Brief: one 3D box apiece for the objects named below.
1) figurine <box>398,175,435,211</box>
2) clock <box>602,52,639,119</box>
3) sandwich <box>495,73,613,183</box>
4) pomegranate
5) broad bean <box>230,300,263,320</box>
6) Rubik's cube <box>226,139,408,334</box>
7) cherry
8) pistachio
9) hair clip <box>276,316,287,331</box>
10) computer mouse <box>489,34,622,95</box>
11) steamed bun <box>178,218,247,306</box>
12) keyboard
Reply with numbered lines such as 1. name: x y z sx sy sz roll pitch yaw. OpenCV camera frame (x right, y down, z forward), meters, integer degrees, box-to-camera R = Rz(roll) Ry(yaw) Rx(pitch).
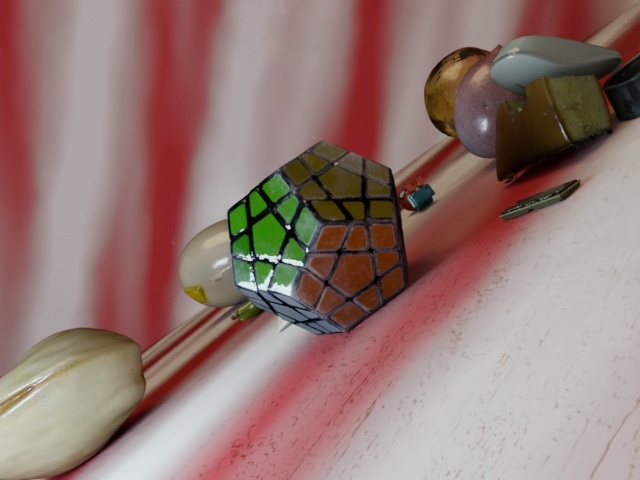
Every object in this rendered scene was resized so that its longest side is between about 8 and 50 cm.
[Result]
1. figurine: 0.241 -0.110 1.719 0.068 0.075 0.140 -37 -6 -7
2. clock: 0.613 -0.311 1.100 0.319 0.066 0.319 -36 5 3
3. sandwich: 0.379 -0.192 1.181 0.122 0.128 0.235 -14 -6 -22
4. pomegranate: 0.488 -0.472 2.207 0.322 0.322 0.322 -35 4 3
5. broad bean: -0.172 0.177 1.922 0.070 0.048 0.213 -32 3 46
6. Rubik's cube: 0.000 0.000 1.107 0.319 0.264 0.319 -35 5 3
7. cherry: 0.402 -0.311 1.583 0.206 0.239 0.239 -30 6 28
8. pistachio: -0.588 0.369 1.533 0.445 0.281 0.365 -35 -19 4
9. hair clip: 0.010 0.056 1.423 0.282 0.113 0.172 -39 5 -30
10. computer mouse: 0.408 -0.295 1.189 0.230 0.079 0.128 3 -10 -11
11. steamed bun: -0.341 0.083 2.499 0.374 0.334 0.334 -34 5 13
12. keyboard: 0.314 -0.059 0.982 0.049 0.015 0.129 -37 5 -25
